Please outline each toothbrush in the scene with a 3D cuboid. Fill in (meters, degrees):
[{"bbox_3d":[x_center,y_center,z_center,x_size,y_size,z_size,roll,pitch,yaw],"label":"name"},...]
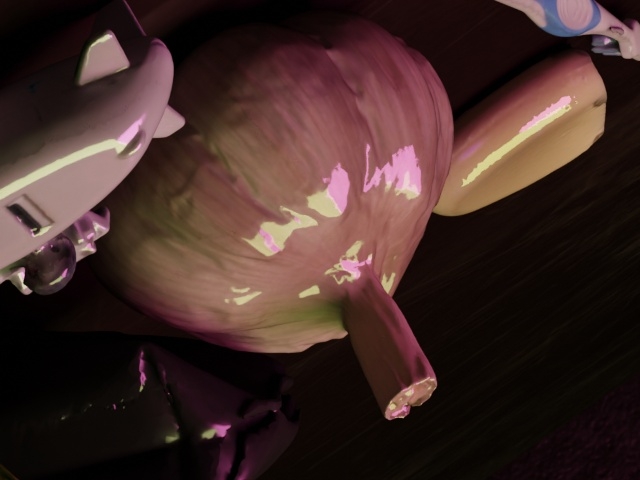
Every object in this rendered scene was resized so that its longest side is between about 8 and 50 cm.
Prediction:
[{"bbox_3d":[0.152,-0.149,1.255,0.040,0.040,0.386,-40,164,16],"label":"toothbrush"}]

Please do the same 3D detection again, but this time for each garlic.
[{"bbox_3d":[0.000,0.000,1.056,0.219,0.212,0.218,-33,161,-13],"label":"garlic"}]

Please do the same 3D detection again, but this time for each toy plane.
[{"bbox_3d":[-0.141,-0.038,0.901,0.174,0.080,0.174,-23,145,-17],"label":"toy plane"}]

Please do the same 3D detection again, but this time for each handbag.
[{"bbox_3d":[-0.165,0.122,1.133,0.342,0.152,0.288,-13,178,14],"label":"handbag"}]

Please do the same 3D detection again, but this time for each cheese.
[{"bbox_3d":[0.091,-0.045,1.417,0.251,0.054,0.127,-33,161,-5],"label":"cheese"}]

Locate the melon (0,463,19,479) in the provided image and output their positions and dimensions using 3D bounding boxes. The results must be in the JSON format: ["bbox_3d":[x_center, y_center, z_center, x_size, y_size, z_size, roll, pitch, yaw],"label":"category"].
[{"bbox_3d":[-0.213,0.143,0.888,0.323,0.196,0.124,-13,-144,31],"label":"melon"}]
